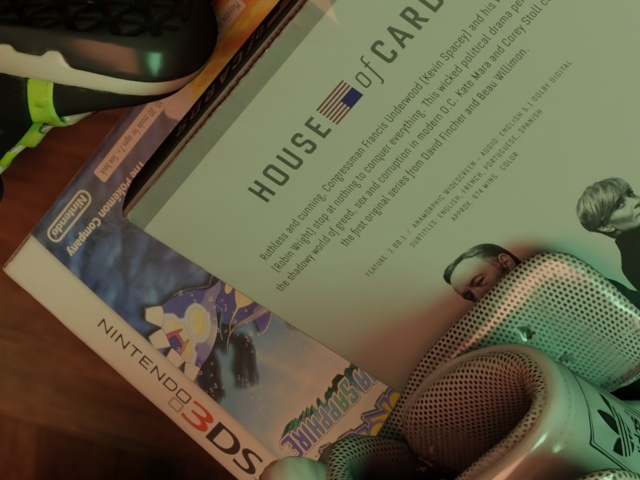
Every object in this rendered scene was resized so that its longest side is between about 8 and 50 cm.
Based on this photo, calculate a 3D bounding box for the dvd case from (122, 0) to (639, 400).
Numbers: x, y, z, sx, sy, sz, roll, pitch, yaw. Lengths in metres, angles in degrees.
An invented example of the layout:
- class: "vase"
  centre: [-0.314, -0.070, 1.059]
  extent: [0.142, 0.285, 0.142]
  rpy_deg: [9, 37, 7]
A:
- class: "dvd case"
  centre: [0.078, -0.011, 0.560]
  extent: [0.239, 0.029, 0.179]
  rpy_deg: [34, 116, -18]

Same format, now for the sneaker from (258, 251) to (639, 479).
- class: "sneaker"
  centre: [0.161, 0.105, 0.534]
  extent: [0.366, 0.137, 0.210]
  rpy_deg: [-18, 124, 13]

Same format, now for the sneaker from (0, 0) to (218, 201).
- class: "sneaker"
  centre: [-0.132, -0.060, 0.644]
  extent: [0.235, 0.084, 0.097]
  rpy_deg: [5, 124, 33]

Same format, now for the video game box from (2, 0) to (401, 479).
- class: "video game box"
  centre: [0.000, 0.000, 0.643]
  extent: [0.187, 0.048, 0.205]
  rpy_deg: [40, 115, -2]
